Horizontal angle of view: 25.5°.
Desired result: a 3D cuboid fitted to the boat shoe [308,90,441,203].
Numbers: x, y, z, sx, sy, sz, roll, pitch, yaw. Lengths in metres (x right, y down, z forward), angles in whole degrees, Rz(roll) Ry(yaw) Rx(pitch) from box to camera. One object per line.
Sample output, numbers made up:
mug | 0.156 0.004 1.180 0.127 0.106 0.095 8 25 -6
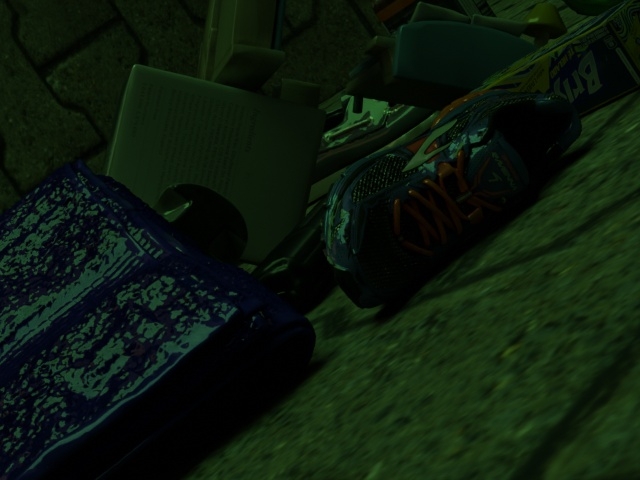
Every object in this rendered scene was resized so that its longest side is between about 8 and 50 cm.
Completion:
boat shoe | 0.051 -0.143 1.640 0.319 0.099 0.116 -31 7 27

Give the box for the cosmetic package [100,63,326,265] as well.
cosmetic package | -0.108 -0.065 1.320 0.151 0.183 0.151 -176 99 -79

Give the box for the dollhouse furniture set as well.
dollhouse furniture set | 0.054 -0.224 1.359 0.303 0.198 0.286 8 -6 -12

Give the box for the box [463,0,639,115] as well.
box | 0.181 -0.121 1.059 0.059 0.054 0.169 -40 8 -39

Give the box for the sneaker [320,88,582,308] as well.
sneaker | 0.082 -0.037 0.878 0.087 0.083 0.221 -13 25 52

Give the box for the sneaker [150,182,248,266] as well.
sneaker | -0.183 0.105 1.096 0.330 0.122 0.146 -44 -9 -34

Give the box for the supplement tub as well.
supplement tub | 0.124 -0.230 1.479 0.106 0.198 0.106 -35 6 4

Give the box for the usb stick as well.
usb stick | 0.000 0.000 1.144 0.077 0.045 0.278 -39 5 25

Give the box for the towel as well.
towel | -0.168 0.059 0.907 0.227 0.076 0.308 -36 33 -15

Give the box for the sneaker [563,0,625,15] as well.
sneaker | 0.373 -0.328 1.360 0.343 0.134 0.146 -41 10 25
